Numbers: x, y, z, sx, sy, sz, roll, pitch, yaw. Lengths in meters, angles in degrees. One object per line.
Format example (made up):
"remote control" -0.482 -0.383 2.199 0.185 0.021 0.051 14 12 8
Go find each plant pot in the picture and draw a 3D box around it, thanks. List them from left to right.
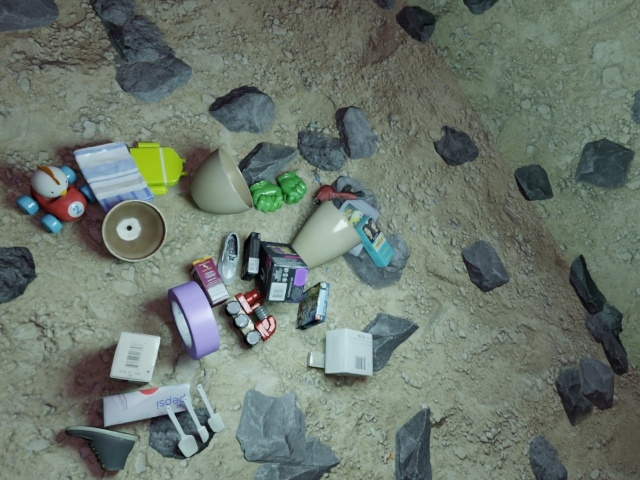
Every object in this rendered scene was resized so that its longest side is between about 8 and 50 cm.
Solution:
"plant pot" -0.724 -0.041 1.680 0.237 0.110 0.237 -6 100 -38
"plant pot" -0.434 -0.220 1.842 0.191 0.284 0.284 -26 81 5
"plant pot" 0.000 0.000 1.944 0.274 0.256 0.256 -41 91 -4

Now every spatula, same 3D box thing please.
"spatula" -0.446 0.639 1.550 0.168 0.019 0.242 -29 120 -27

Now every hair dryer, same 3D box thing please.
"hair dryer" 0.086 -0.228 2.095 0.293 0.223 0.080 -19 111 -27

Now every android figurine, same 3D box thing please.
"android figurine" -0.704 -0.308 1.846 0.273 0.056 0.248 -8 73 -25

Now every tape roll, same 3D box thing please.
"tape roll" -0.466 0.291 1.598 0.090 0.275 0.275 -19 79 -31

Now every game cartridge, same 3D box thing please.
"game cartridge" 0.161 -0.087 2.165 0.196 0.060 0.294 32 60 -6

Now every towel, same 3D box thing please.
"towel" -0.806 -0.254 1.713 0.209 0.034 0.285 -25 81 -41

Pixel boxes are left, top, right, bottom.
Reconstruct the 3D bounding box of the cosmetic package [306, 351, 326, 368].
"cosmetic package" 0.002 0.514 1.863 0.115 0.041 0.060 16 65 -19

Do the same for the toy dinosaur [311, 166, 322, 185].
"toy dinosaur" -0.009 -0.316 2.182 0.082 0.047 0.090 56 47 -18

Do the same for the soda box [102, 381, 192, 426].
"soda box" -0.604 0.572 1.532 0.286 0.091 0.098 -2 71 -26

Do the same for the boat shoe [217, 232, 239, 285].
"boat shoe" -0.383 0.073 1.832 0.079 0.081 0.227 10 66 -21

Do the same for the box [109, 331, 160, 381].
"box" -0.636 0.408 1.498 0.127 0.232 0.148 14 65 -19

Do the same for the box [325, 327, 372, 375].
"box" 0.122 0.478 1.854 0.181 0.119 0.182 23 60 -43

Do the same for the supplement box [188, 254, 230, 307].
"supplement box" -0.446 0.169 1.753 0.081 0.104 0.188 -24 82 -30

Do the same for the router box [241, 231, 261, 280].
"router box" -0.294 0.069 1.845 0.046 0.133 0.179 10 67 -20

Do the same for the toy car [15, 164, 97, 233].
"toy car" -0.954 -0.183 1.577 0.210 0.238 0.219 41 60 -6

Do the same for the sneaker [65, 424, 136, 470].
"sneaker" -0.735 0.681 1.434 0.222 0.083 0.118 21 64 -18

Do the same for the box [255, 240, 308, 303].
"box" -0.169 0.124 1.782 0.143 0.270 0.165 6 107 -22

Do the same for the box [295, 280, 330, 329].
"box" -0.035 0.277 1.826 0.044 0.233 0.159 16 64 -18

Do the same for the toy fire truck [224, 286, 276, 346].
"toy fire truck" -0.243 0.288 1.794 0.246 0.158 0.217 -33 86 -21

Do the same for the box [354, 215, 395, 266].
"box" 0.262 0.006 2.122 0.244 0.060 0.100 54 54 -21

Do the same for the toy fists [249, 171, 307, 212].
"toy fists" -0.187 -0.223 2.031 0.279 0.096 0.142 -24 83 -31
